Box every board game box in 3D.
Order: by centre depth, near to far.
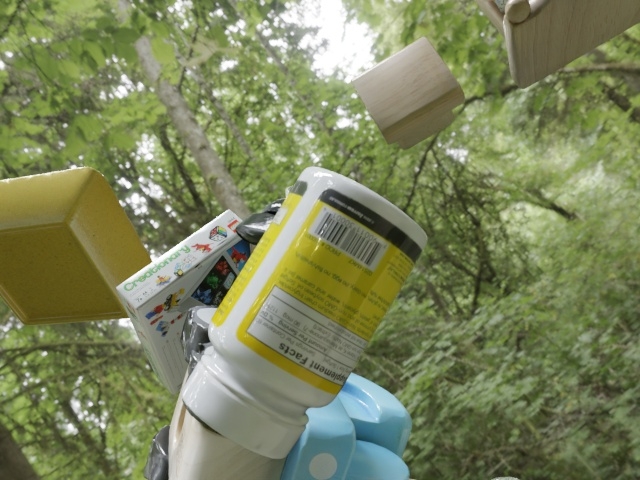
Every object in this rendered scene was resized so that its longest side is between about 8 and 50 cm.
[{"bbox_3d":[-0.187,0.108,0.962,0.193,0.053,0.305,-38,-25,-25],"label":"board game box"}]

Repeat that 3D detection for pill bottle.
[{"bbox_3d":[-0.015,0.057,0.500,0.208,0.119,0.119,-58,-15,-4],"label":"pill bottle"}]

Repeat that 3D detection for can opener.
[{"bbox_3d":[0.000,0.000,0.633,0.073,0.186,0.059,-49,-43,-33],"label":"can opener"}]

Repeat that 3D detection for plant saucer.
[{"bbox_3d":[-0.481,0.042,1.123,0.081,0.333,0.332,-78,-23,-48],"label":"plant saucer"}]

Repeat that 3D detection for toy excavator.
[{"bbox_3d":[0.055,0.260,0.661,0.433,0.446,0.222,-141,66,-73],"label":"toy excavator"}]

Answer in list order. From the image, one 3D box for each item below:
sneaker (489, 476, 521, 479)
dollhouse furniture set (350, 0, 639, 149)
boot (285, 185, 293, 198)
[{"bbox_3d":[0.100,0.267,0.513,0.090,0.095,0.235,-61,-9,-53],"label":"sneaker"},{"bbox_3d":[0.106,-0.278,0.316,0.356,0.303,0.174,-31,-27,7],"label":"dollhouse furniture set"},{"bbox_3d":[-0.014,0.012,0.989,0.089,0.176,0.244,-8,13,5],"label":"boot"}]
